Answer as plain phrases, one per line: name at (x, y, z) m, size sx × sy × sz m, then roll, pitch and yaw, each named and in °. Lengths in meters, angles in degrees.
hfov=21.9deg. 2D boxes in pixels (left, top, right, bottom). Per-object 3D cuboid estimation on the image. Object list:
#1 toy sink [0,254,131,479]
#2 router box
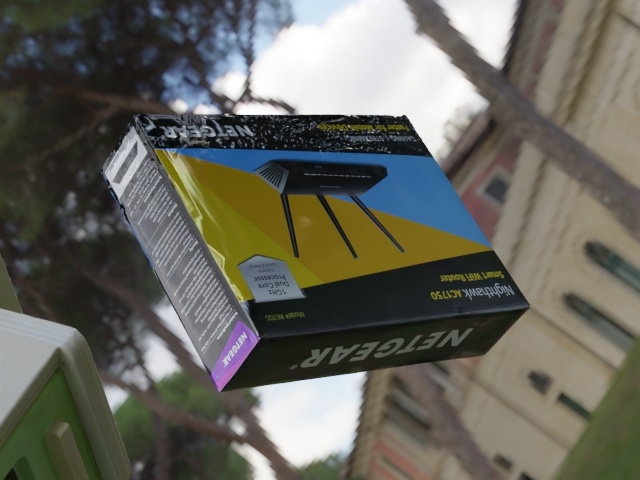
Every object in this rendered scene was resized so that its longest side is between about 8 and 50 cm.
toy sink at (-0.216, 0.131, 1.075) m, size 0.153 × 0.131 × 0.234 m, roll 80°, pitch -149°, yaw -42°
router box at (0.000, 0.000, 0.802) m, size 0.179 × 0.133 × 0.046 m, roll -5°, pitch -36°, yaw -42°
